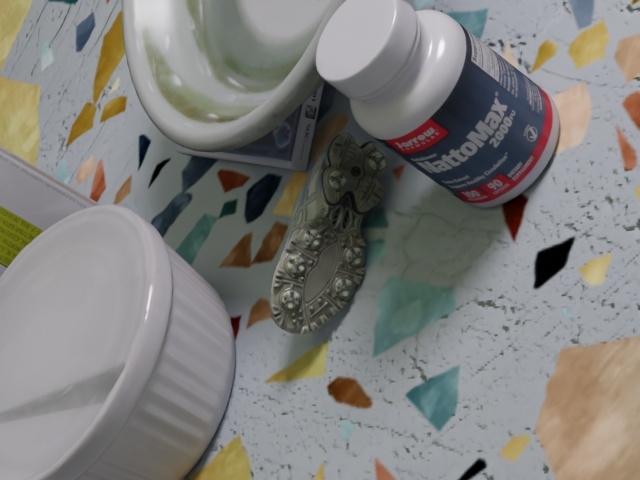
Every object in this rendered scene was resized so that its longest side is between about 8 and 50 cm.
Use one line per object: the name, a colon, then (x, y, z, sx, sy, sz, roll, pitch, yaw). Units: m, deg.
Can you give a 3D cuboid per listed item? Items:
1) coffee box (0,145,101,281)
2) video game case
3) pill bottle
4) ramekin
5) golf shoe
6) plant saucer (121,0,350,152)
coffee box: (-0.441, 0.025, 1.834, 0.337, 0.338, 0.334, 26, 85, 55)
video game case: (-0.058, -0.156, 1.752, 0.190, 0.022, 0.173, 11, 89, 52)
pill bottle: (0.085, -0.110, 1.452, 0.108, 0.180, 0.108, -30, 43, 33)
ramekin: (-0.190, 0.117, 1.650, 0.273, 0.127, 0.273, -30, 43, 32)
golf shoe: (0.000, 0.000, 1.587, 0.176, 0.069, 0.086, -67, 16, -18)
plant saucer: (-0.030, -0.263, 1.615, 0.400, 0.100, 0.400, -23, 61, 52)
